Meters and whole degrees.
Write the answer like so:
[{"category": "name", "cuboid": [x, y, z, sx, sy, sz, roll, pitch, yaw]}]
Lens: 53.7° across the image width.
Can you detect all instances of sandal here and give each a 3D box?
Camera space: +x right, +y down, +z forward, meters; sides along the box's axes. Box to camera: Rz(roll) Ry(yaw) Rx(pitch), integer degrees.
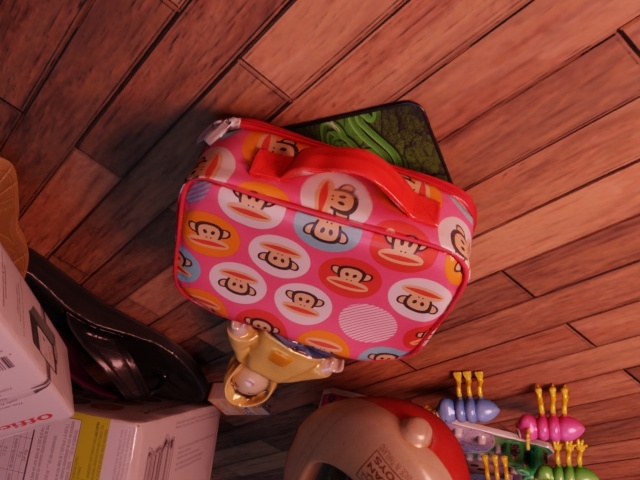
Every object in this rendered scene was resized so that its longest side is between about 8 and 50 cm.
[{"category": "sandal", "cuboid": [-0.373, 0.166, 0.998, 0.167, 0.107, 0.446, -24, 127, 39]}]

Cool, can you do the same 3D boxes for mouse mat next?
[{"category": "mouse mat", "cuboid": [0.059, -0.057, 0.652, 0.152, 0.007, 0.190, -7, 136, 27]}]

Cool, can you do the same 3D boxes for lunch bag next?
[{"category": "lunch bag", "cuboid": [0.000, 0.000, 0.640, 0.293, 0.120, 0.258, 18, 142, -1]}]

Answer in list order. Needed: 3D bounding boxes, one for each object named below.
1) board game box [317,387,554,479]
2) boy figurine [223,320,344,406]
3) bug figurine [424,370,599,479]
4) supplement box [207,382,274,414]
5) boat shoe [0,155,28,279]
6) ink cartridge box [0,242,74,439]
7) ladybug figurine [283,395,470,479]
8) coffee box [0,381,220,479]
[{"category": "board game box", "cuboid": [0.169, 0.419, 1.171, 0.390, 0.050, 0.390, 14, 142, 3]}, {"category": "boy figurine", "cuboid": [-0.061, 0.155, 0.892, 0.177, 0.092, 0.285, 30, 137, -22]}, {"category": "bug figurine", "cuboid": [0.284, 0.311, 0.931, 0.216, 0.072, 0.279, -11, 121, 23]}, {"category": "supplement box", "cuboid": [-0.140, 0.280, 1.117, 0.098, 0.036, 0.062, -9, 136, 28]}, {"category": "boat shoe", "cuboid": [-0.445, -0.010, 0.809, 0.096, 0.098, 0.277, 33, 126, 16]}, {"category": "ink cartridge box", "cuboid": [-0.451, 0.143, 0.775, 0.211, 0.121, 0.289, -13, 146, -13]}, {"category": "ladybug figurine", "cuboid": [0.089, 0.383, 0.936, 0.305, 0.162, 0.449, 47, 139, 24]}, {"category": "coffee box", "cuboid": [-0.401, 0.427, 1.053, 0.334, 0.338, 0.337, 6, 171, 13]}]
